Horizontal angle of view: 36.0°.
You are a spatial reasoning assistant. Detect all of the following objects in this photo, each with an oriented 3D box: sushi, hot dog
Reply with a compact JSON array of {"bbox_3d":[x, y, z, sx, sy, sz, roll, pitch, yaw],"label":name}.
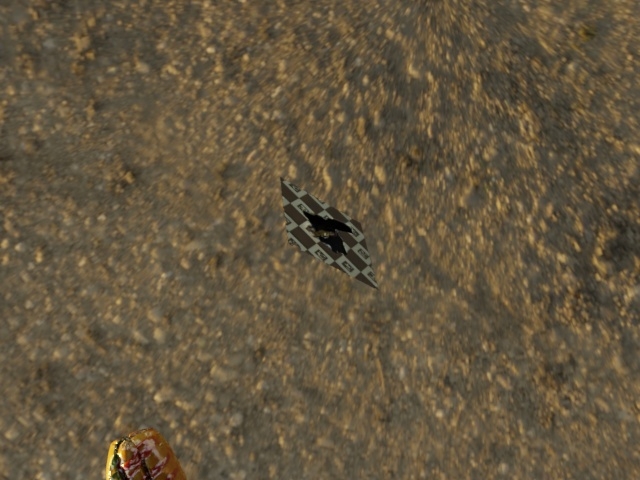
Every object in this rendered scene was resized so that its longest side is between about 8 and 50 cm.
[{"bbox_3d":[0.000,0.000,1.056,0.120,0.126,0.026,30,117,-26],"label":"sushi"},{"bbox_3d":[-0.135,0.223,0.821,0.062,0.038,0.144,-22,110,-12],"label":"hot dog"}]
